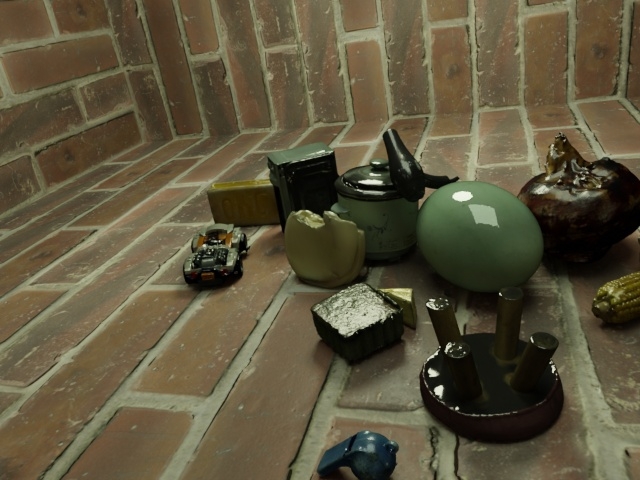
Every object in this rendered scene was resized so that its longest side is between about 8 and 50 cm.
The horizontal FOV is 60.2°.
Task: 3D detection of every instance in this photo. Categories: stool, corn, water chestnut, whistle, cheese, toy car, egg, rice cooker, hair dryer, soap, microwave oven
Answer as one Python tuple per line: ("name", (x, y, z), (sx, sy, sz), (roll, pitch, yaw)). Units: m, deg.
("stool", (0.322, 0.224, 1.057), (0.272, 0.178, 0.272), (-7, 26, 4))
("corn", (0.718, 0.120, 1.246), (0.262, 0.097, 0.097), (-16, 25, -19))
("water chestnut", (0.683, -0.117, 1.475), (0.335, 0.347, 0.335), (-11, 17, 4))
("whistle", (0.075, 0.380, 0.950), (0.158, 0.090, 0.090), (-42, 7, 31))
("cheese", (0.009, 0.009, 1.602), (0.266, 0.233, 0.127), (14, 24, 37))
("toy car", (-0.336, 0.046, 1.784), (0.193, 0.118, 0.301), (-6, 25, 2))
("egg", (0.402, -0.012, 1.429), (0.276, 0.276, 0.389), (-17, 28, -15))
("rice cooker", (0.176, -0.103, 1.684), (0.317, 0.316, 0.264), (-16, 27, -14))
("hair dryer", (0.296, -0.200, 1.586), (0.272, 0.091, 0.235), (10, 51, -38))
("soap", (-0.279, -0.144, 2.103), (0.274, 0.173, 0.089), (-4, 26, 12))
("microwave oven", (-0.044, -0.164, 1.909), (0.237, 0.295, 0.181), (-15, 24, -11))

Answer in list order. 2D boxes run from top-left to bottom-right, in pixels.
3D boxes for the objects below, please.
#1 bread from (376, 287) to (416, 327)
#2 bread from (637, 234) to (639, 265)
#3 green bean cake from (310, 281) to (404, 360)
("bread", (0.181, 0.163, 1.361), (0.109, 0.084, 0.080), (-2, 23, 16))
("bread", (0.861, 0.043, 1.346), (0.077, 0.105, 0.152), (-23, 26, -14))
("green bean cake", (0.089, 0.194, 1.316), (0.173, 0.094, 0.181), (-22, 28, -25))
